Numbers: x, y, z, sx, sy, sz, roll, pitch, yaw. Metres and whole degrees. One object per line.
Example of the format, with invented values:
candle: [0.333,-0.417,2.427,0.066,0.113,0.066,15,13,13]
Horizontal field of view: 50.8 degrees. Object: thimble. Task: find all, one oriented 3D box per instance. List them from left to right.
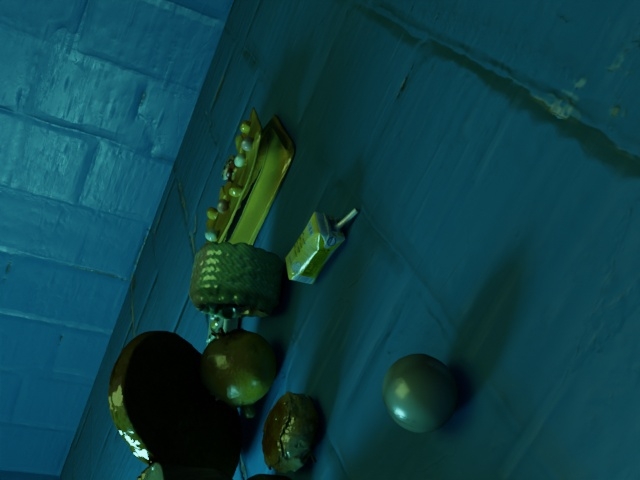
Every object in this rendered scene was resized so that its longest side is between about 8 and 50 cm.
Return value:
thimble: [-0.197,0.099,1.565,0.219,0.219,0.150,-25,54,59]

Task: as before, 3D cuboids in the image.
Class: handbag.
handbag: [-0.219,-0.153,1.878,0.400,0.133,0.283,-65,21,20]

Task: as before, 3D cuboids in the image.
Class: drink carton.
drink carton: [0.000,0.000,1.366,0.200,0.075,0.084,-57,30,36]

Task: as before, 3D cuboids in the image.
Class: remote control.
remote control: [-0.265,0.252,1.802,0.140,0.056,0.296,-40,41,54]

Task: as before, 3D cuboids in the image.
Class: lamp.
lamp: [0.136,0.207,0.915,0.105,0.105,0.105,-43,39,49]

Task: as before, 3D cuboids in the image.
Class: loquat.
loquat: [-0.180,0.289,1.477,0.172,0.149,0.204,-14,81,17]

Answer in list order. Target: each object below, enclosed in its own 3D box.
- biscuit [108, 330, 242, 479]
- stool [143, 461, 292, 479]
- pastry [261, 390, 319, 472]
biscuit: [-0.308,0.384,1.428,0.070,0.394,0.350,-19,26,23]
stool: [-0.192,0.512,1.236,0.179,0.264,0.179,-42,40,50]
pastry: [-0.060,0.361,1.267,0.153,0.081,0.153,-169,90,-68]
